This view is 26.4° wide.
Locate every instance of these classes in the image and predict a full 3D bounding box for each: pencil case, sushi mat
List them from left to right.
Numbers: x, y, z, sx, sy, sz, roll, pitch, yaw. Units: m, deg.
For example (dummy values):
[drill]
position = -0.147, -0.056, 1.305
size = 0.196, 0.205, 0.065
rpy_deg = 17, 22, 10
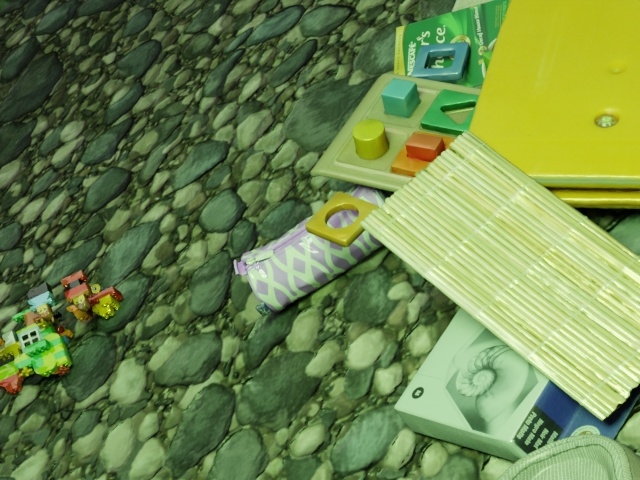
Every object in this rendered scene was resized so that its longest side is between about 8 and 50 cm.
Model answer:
[pencil case]
position = 0.000, 0.000, 1.581
size = 0.206, 0.088, 0.086
rpy_deg = -33, 40, 9
[sushi mat]
position = 0.196, 0.023, 1.276
size = 0.151, 0.019, 0.316
rpy_deg = -43, 60, -13

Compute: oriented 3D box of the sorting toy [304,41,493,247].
[sorting toy]
position = 0.103, -0.127, 1.533
size = 0.196, 0.047, 0.347
rpy_deg = 11, 50, 31

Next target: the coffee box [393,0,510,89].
[coffee box]
position = 0.172, -0.228, 1.685
size = 0.184, 0.040, 0.113
rpy_deg = -8, 71, 40

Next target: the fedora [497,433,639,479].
[fedora]
position = 0.202, 0.256, 1.038
size = 0.244, 0.124, 0.275
rpy_deg = -16, 40, 33

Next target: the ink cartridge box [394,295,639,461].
[ink cartridge box]
position = 0.208, 0.105, 1.285
size = 0.224, 0.045, 0.223
rpy_deg = 9, 56, 49

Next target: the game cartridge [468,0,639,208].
[game cartridge]
position = 0.313, -0.163, 1.425
size = 0.285, 0.052, 0.323
rpy_deg = 2, 47, 23

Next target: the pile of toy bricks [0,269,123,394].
[pile of toy bricks]
position = -0.360, 0.134, 1.791
size = 0.212, 0.118, 0.105
rpy_deg = -26, 67, 6

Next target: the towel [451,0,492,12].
[towel]
position = 0.276, -0.352, 1.758
size = 0.187, 0.049, 0.282
rpy_deg = -8, 45, 41
